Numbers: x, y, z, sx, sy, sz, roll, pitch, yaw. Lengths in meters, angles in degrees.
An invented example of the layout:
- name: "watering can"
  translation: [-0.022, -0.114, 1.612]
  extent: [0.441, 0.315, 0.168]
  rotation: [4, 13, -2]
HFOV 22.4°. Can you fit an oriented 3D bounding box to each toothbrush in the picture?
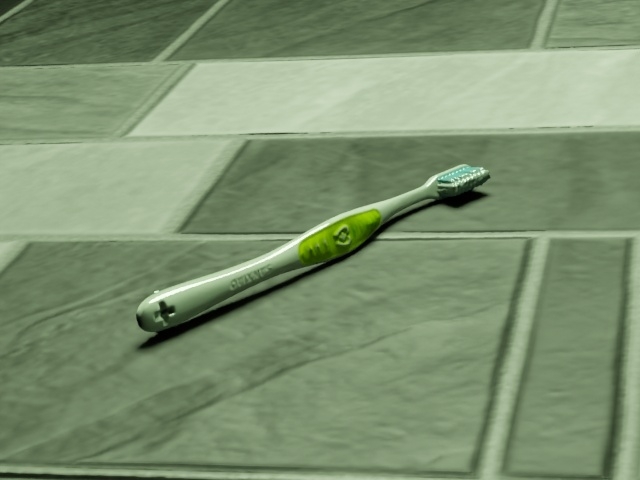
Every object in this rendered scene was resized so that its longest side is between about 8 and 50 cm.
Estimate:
- name: "toothbrush"
  translation: [0.000, 0.000, 0.894]
  extent: [0.263, 0.022, 0.026]
  rotation: [-23, 16, -38]
